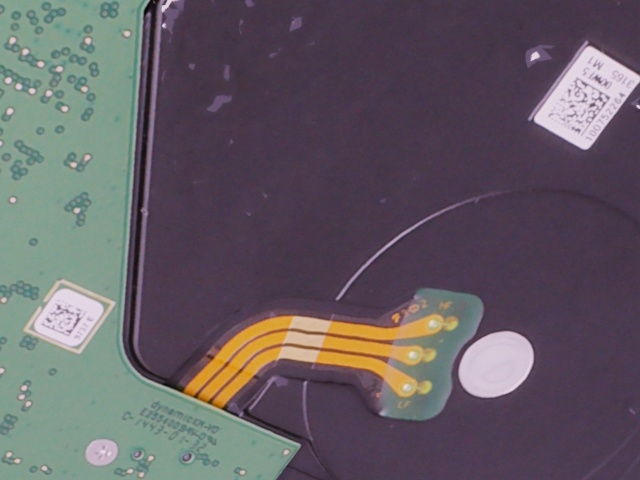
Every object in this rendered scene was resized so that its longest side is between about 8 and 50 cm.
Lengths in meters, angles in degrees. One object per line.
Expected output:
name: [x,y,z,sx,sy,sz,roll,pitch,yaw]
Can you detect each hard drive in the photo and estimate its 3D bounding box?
hard drive: [0.000,0.000,0.533,0.339,0.064,0.237,25,109,-31]
